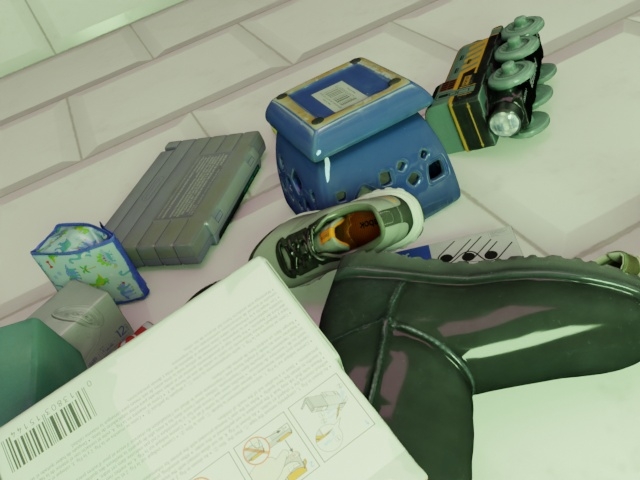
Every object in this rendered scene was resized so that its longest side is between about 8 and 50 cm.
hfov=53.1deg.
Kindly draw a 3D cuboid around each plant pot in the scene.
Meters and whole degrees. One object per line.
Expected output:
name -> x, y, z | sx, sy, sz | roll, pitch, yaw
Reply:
plant pot -> 0.055, -0.145, 1.014 | 0.236, 0.212, 0.236 | -27, 37, -11
plant pot -> -0.349, 0.220, 0.722 | 0.166, 0.165, 0.234 | -17, 53, 4

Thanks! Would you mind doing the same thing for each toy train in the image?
toy train -> 0.306, -0.281, 1.143 | 0.190, 0.142, 0.334 | -8, 37, 31

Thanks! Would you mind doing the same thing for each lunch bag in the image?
lunch bag -> -0.364, 0.041, 1.039 | 0.151, 0.128, 0.096 | 1, 42, 27

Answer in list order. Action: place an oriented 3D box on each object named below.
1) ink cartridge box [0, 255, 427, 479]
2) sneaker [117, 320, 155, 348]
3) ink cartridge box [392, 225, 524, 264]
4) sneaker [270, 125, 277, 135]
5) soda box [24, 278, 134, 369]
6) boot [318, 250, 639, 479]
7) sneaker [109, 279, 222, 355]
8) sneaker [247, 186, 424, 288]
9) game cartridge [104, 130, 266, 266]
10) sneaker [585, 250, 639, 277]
ink cartridge box -> -0.102, 0.191, 0.553 | 0.296, 0.066, 0.261 | -34, 59, -10
sneaker -> -0.241, 0.158, 0.905 | 0.067, 0.042, 0.118 | -37, 32, -28
ink cartridge box -> 0.166, 0.047, 0.856 | 0.207, 0.046, 0.097 | -13, 36, 10
sneaker -> -0.040, -0.254, 1.266 | 0.091, 0.126, 0.240 | -34, 39, -18
soda box -> -0.410, 0.187, 0.905 | 0.098, 0.091, 0.286 | 15, 49, 37
boot -> 0.125, 0.213, 0.580 | 0.367, 0.146, 0.445 | 1, 42, 20
sneaker -> -0.158, 0.157, 0.808 | 0.122, 0.146, 0.331 | 43, 39, 18
sneaker -> 0.000, 0.000, 0.864 | 0.272, 0.100, 0.108 | -23, -5, 30
game cartridge -> -0.254, -0.082, 1.206 | 0.230, 0.068, 0.355 | 0, 41, 19
sneaker -> 0.357, 0.049, 0.731 | 0.192, 0.086, 0.064 | -11, 37, 11
